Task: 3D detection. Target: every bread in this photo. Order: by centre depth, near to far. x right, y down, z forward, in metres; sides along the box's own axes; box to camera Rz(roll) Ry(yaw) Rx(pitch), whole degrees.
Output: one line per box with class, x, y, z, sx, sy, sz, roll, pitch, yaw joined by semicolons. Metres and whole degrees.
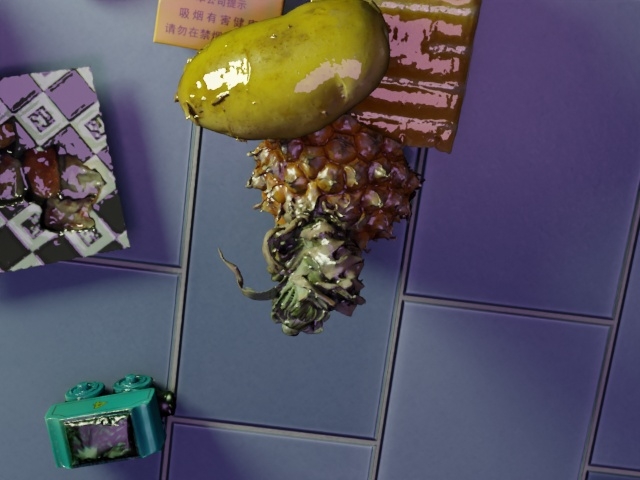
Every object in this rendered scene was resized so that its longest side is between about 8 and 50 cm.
bread;0.089;-0.254;1.837;0.246;0.111;0.239;9;107;0

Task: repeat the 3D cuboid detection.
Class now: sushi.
sushi;-0.444;-0.103;1.920;0.292;0.059;0.294;-10;108;3

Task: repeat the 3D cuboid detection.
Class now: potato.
potato;-0.049;-0.219;1.733;0.300;0.140;0.173;-15;73;18

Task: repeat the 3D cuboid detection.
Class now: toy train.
toy train;-0.320;0.276;1.993;0.198;0.154;0.107;-9;104;4

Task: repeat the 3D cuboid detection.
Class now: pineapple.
pineapple;0.000;0.000;1.792;0.262;0.271;0.262;7;139;6

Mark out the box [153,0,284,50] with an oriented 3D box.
box;-0.126;-0.398;1.813;0.174;0.076;0.274;9;108;-4
